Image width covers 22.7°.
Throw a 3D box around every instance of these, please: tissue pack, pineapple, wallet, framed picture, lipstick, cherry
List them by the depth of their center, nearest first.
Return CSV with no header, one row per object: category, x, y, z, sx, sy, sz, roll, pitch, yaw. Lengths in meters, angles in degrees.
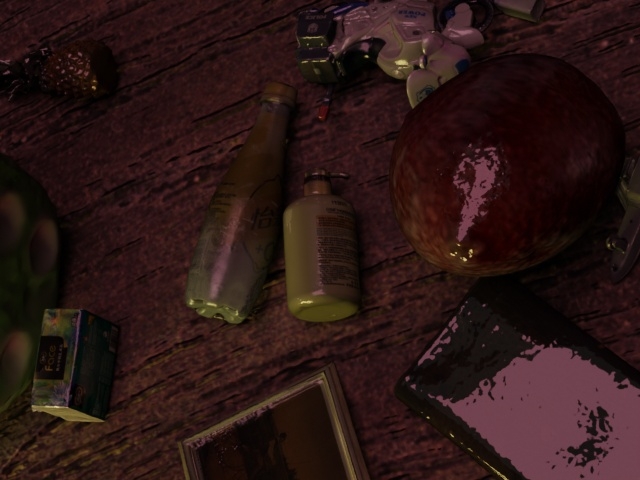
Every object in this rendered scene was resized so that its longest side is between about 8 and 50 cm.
cherry,0.173,-0.066,1.537,0.230,0.300,0.203,-26,101,29
wallet,0.236,0.178,1.550,0.321,0.044,0.170,38,90,25
framed picture,-0.042,0.259,1.613,0.197,0.014,0.252,-28,49,11
lipstick,0.191,-0.263,1.730,0.107,0.025,0.025,22,81,34
tissue pack,-0.277,0.136,1.748,0.079,0.085,0.111,-1,73,23
pineapple,-0.321,-0.197,1.892,0.159,0.074,0.074,-2,72,26

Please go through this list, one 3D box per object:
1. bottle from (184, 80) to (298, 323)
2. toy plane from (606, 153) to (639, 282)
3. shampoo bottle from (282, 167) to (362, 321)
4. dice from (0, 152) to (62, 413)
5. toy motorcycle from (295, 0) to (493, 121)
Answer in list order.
bottle,-0.075,-0.045,1.732,0.083,0.083,0.270,10,72,25
toy plane,0.333,-0.064,1.585,0.226,0.058,0.226,23,81,43
shampoo bottle,0.000,0.000,1.685,0.079,0.079,0.162,-11,68,18
dice,-0.491,0.035,1.736,0.330,0.322,0.318,11,76,23
toy motorcycle,0.072,-0.205,1.721,0.221,0.102,0.150,0,57,21
